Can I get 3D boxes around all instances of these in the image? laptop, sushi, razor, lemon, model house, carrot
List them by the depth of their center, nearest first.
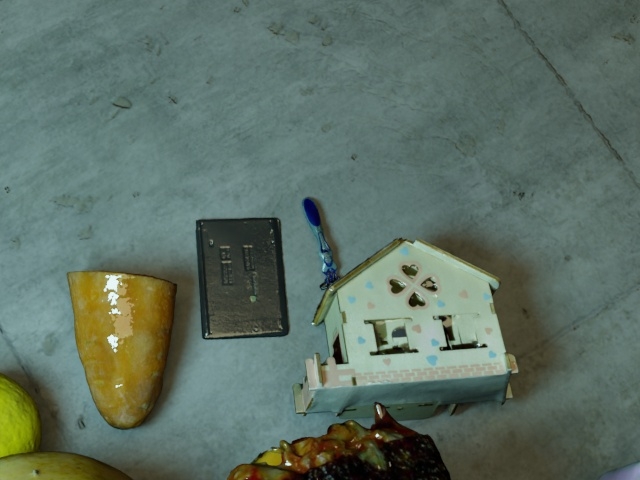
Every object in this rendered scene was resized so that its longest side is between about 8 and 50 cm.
[{"bbox_3d":[-0.004,0.340,1.490,0.343,0.196,0.182,-12,52,-30],"label":"sushi"},{"bbox_3d":[-0.473,0.271,1.675,0.193,0.180,0.180,-30,76,-29],"label":"lemon"},{"bbox_3d":[-0.286,0.159,1.776,0.159,0.159,0.225,0,83,-8],"label":"carrot"},{"bbox_3d":[0.113,0.129,1.826,0.326,0.169,0.244,-3,63,-11],"label":"model house"},{"bbox_3d":[-0.120,0.056,1.890,0.135,0.016,0.197,-3,70,-10],"label":"laptop"},{"bbox_3d":[0.001,-0.001,1.920,0.044,0.028,0.154,-14,72,-12],"label":"razor"}]

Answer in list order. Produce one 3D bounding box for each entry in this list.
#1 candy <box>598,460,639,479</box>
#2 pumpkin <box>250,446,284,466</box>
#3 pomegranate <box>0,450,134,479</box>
[{"bbox_3d":[0.442,0.393,1.706,0.116,0.265,0.155,35,69,2],"label":"candy"},{"bbox_3d":[-0.021,0.435,1.649,0.256,0.225,0.303,-24,71,-23],"label":"pumpkin"},{"bbox_3d":[-0.352,0.463,1.509,0.417,0.416,0.416,2,69,-7],"label":"pomegranate"}]
